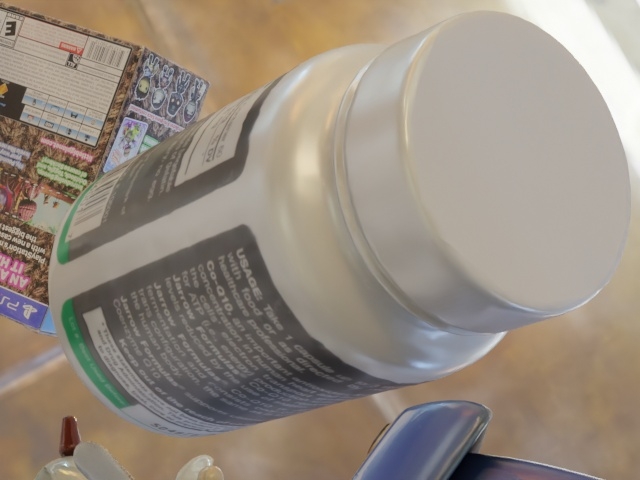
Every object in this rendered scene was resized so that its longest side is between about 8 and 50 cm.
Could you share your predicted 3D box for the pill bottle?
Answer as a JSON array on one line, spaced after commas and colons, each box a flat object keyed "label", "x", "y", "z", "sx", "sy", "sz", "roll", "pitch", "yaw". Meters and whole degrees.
[{"label": "pill bottle", "x": 0.000, "y": 0.000, "z": 0.944, "sx": 0.361, "sy": 0.204, "sz": 0.204, "roll": -21, "pitch": -82, "yaw": 50}]

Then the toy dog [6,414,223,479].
[{"label": "toy dog", "x": -0.204, "y": 0.260, "z": 1.613, "sx": 0.220, "sy": 0.333, "sz": 0.161, "roll": 31, "pitch": 58, "yaw": -63}]

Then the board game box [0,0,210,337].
[{"label": "board game box", "x": -0.281, "y": -0.070, "z": 1.530, "sx": 0.232, "sy": 0.291, "sz": 0.141, "roll": 20, "pitch": -1, "yaw": 26}]

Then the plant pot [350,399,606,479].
[{"label": "plant pot", "x": 0.077, "y": 0.219, "z": 0.743, "sx": 0.212, "sy": 0.236, "sz": 0.236, "roll": 34, "pitch": -14, "yaw": 13}]
